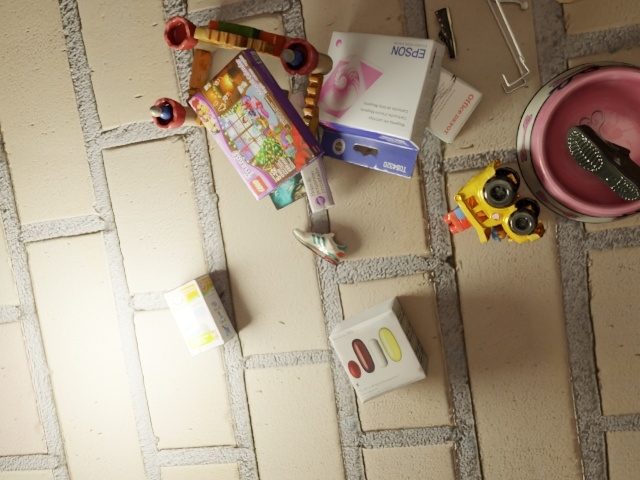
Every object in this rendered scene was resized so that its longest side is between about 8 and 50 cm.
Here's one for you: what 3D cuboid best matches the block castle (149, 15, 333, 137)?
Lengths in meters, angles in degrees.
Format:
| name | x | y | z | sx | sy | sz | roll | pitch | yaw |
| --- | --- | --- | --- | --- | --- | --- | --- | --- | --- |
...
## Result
| name | x | y | z | sx | sy | sz | roll | pitch | yaw |
| --- | --- | --- | --- | --- | --- | --- | --- | --- | --- |
| block castle | -0.214 | -0.394 | 1.538 | 0.453 | 0.213 | 0.303 | 19 | 105 | 24 |

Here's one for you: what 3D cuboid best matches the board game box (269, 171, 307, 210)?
| name | x | y | z | sx | sy | sz | roll | pitch | yaw |
| --- | --- | --- | --- | --- | --- | --- | --- | --- | --- |
| board game box | -0.110 | -0.195 | 1.691 | 0.126 | 0.026 | 0.186 | -27 | 91 | 14 |

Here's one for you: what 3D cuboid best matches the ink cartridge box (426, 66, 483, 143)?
| name | x | y | z | sx | sy | sz | roll | pitch | yaw |
| --- | --- | --- | --- | --- | --- | --- | --- | --- | --- |
| ink cartridge box | 0.293 | -0.367 | 1.555 | 0.208 | 0.087 | 0.153 | 36 | 103 | 7 |

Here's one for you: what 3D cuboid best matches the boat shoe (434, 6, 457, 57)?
| name | x | y | z | sx | sy | sz | roll | pitch | yaw |
| --- | --- | --- | --- | --- | --- | --- | --- | --- | --- |
| boat shoe | 0.327 | -0.534 | 1.549 | 0.042 | 0.049 | 0.133 | -13 | 92 | 18 |

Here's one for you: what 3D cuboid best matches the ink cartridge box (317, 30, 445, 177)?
| name | x | y | z | sx | sy | sz | roll | pitch | yaw |
| --- | --- | --- | --- | --- | --- | --- | --- | --- | --- |
| ink cartridge box | 0.129 | -0.354 | 1.529 | 0.324 | 0.071 | 0.330 | 20 | 101 | 38 |

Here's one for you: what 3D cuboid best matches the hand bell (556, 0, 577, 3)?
| name | x | y | z | sx | sy | sz | roll | pitch | yaw |
| --- | --- | --- | --- | --- | --- | --- | --- | --- | --- |
| hand bell | 0.597 | -0.641 | 1.379 | 0.126 | 0.242 | 0.126 | 2 | 98 | 11 |

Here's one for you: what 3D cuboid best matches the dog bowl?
| name | x | y | z | sx | sy | sz | roll | pitch | yaw |
| --- | --- | --- | --- | --- | --- | --- | --- | --- | --- |
| dog bowl | 0.695 | -0.238 | 1.457 | 0.407 | 0.150 | 0.408 | 2 | 98 | 12 |

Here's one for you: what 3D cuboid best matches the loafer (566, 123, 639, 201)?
| name | x | y | z | sx | sy | sz | roll | pitch | yaw |
| --- | --- | --- | --- | --- | --- | --- | --- | --- | --- |
| loafer | 0.656 | -0.186 | 1.366 | 0.078 | 0.080 | 0.220 | -42 | 86 | -20 |

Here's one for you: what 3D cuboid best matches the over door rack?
| name | x | y | z | sx | sy | sz | roll | pitch | yaw |
| --- | --- | --- | --- | --- | --- | --- | --- | --- | --- |
| over door rack | 0.457 | -0.528 | 1.427 | 0.108 | 0.239 | 0.324 | -12 | 94 | 18 |

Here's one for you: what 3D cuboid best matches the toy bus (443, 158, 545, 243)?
| name | x | y | z | sx | sy | sz | roll | pitch | yaw |
| --- | --- | --- | --- | --- | --- | --- | --- | --- | --- |
| toy bus | 0.438 | -0.067 | 1.544 | 0.211 | 0.149 | 0.220 | -35 | 92 | 27 |

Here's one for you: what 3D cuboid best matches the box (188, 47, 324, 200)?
| name | x | y | z | sx | sy | sz | roll | pitch | yaw |
| --- | --- | --- | --- | --- | --- | --- | --- | --- | --- |
| box | -0.152 | -0.268 | 1.410 | 0.201 | 0.057 | 0.293 | -33 | 94 | 32 |

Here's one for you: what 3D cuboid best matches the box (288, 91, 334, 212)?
| name | x | y | z | sx | sy | sz | roll | pitch | yaw |
| --- | --- | --- | --- | --- | --- | --- | --- | --- | --- |
| box | -0.036 | -0.239 | 1.634 | 0.063 | 0.067 | 0.324 | -16 | 90 | -1 |

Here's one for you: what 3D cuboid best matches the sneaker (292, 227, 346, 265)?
| name | x | y | z | sx | sy | sz | roll | pitch | yaw |
| --- | --- | --- | --- | --- | --- | --- | --- | --- | --- |
| sneaker | 0.000 | 0.000 | 1.685 | 0.161 | 0.057 | 0.075 | 34 | 86 | 7 |

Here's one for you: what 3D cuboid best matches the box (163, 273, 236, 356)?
| name | x | y | z | sx | sy | sz | roll | pitch | yaw |
| --- | --- | --- | --- | --- | --- | --- | --- | --- | --- |
| box | -0.351 | 0.215 | 1.753 | 0.114 | 0.103 | 0.203 | -24 | 92 | 13 |

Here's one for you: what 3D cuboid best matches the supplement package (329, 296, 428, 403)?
| name | x | y | z | sx | sy | sz | roll | pitch | yaw |
| --- | --- | --- | --- | --- | --- | --- | --- | --- | --- |
| supplement package | 0.162 | 0.295 | 1.633 | 0.194 | 0.149 | 0.203 | -27 | 92 | 14 |
